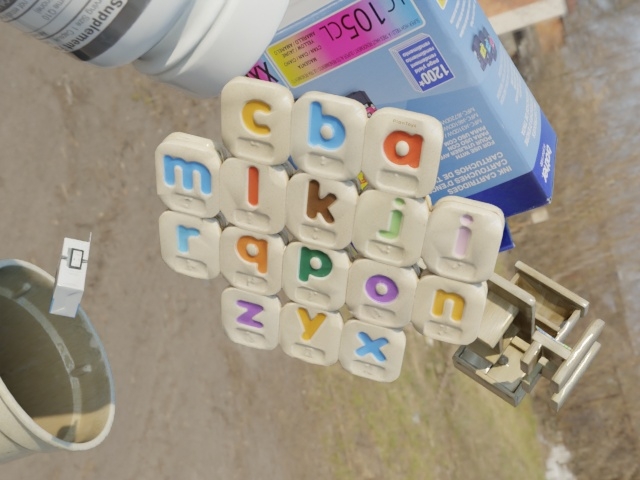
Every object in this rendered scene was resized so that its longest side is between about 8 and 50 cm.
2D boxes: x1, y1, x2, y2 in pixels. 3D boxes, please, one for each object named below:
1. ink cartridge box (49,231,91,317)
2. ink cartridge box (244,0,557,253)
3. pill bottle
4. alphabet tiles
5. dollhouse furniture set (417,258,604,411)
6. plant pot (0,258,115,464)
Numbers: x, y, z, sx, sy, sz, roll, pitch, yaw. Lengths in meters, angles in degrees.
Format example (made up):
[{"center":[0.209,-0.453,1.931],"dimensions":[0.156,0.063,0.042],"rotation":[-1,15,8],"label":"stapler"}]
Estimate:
[{"center":[-0.261,0.032,0.968],"dimensions":[0.083,0.028,0.048],"rotation":[-95,-155,-44],"label":"ink cartridge box"},{"center":[0.106,-0.142,1.120],"dimensions":[0.395,0.270,0.151],"rotation":[51,36,-28],"label":"ink cartridge box"},{"center":[-0.208,-0.264,0.734],"dimensions":[0.361,0.204,0.204],"rotation":[24,46,-37],"label":"pill bottle"},{"center":[0.000,0.000,0.760],"dimensions":[0.021,0.284,0.278],"rotation":[-63,162,-48],"label":"alphabet tiles"},{"center":[0.238,0.081,1.118],"dimensions":[0.212,0.161,0.242],"rotation":[33,-14,24],"label":"dollhouse furniture set"},{"center":[-0.560,0.245,1.512],"dimensions":[0.334,0.305,0.334],"rotation":[58,13,-22],"label":"plant pot"}]
